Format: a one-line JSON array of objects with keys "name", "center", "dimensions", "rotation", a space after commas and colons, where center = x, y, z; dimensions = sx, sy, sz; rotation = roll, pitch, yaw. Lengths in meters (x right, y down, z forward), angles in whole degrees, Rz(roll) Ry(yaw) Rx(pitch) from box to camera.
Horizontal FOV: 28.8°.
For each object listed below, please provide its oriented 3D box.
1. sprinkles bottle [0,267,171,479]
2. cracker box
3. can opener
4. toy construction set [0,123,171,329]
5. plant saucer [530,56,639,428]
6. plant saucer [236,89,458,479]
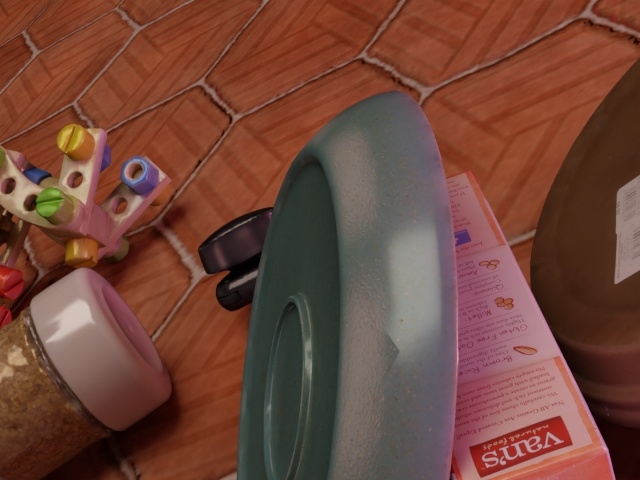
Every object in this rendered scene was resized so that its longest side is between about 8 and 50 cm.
[{"name": "sprinkles bottle", "center": [-0.287, 0.165, 0.934], "dimensions": [0.355, 0.121, 0.121], "rotation": [-34, 30, 1]}, {"name": "cracker box", "center": [0.089, 0.090, 0.613], "dimensions": [0.067, 0.156, 0.232], "rotation": [-19, 32, 3]}, {"name": "can opener", "center": [0.000, 0.000, 0.946], "dimensions": [0.186, 0.073, 0.059], "rotation": [-23, 24, 8]}, {"name": "toy construction set", "center": [-0.291, 0.043, 1.129], "dimensions": [0.215, 0.151, 0.328], "rotation": [13, 61, 24]}, {"name": "plant saucer", "center": [0.199, -0.037, 0.617], "dimensions": [0.278, 0.041, 0.278], "rotation": [-47, 21, 25]}, {"name": "plant saucer", "center": [-0.001, 0.080, 0.634], "dimensions": [0.043, 0.317, 0.317], "rotation": [7, 31, -11]}]
